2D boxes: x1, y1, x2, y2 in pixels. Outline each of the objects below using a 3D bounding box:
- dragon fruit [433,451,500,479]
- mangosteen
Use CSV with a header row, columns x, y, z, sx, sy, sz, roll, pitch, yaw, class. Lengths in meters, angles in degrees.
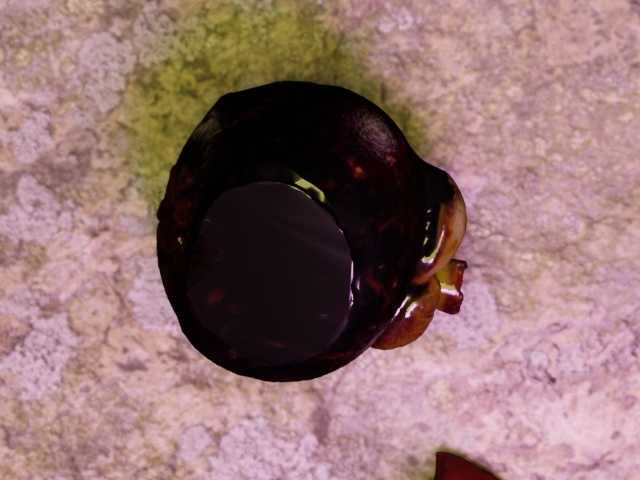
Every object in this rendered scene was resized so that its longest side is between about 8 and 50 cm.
x,y,z,sx,sy,sz,roll,pitch,yaw,class
0.129,0.411,1.706,0.302,0.330,0.240,43,124,-5,dragon fruit
-0.003,0.000,1.654,0.287,0.233,0.287,2,107,8,mangosteen
